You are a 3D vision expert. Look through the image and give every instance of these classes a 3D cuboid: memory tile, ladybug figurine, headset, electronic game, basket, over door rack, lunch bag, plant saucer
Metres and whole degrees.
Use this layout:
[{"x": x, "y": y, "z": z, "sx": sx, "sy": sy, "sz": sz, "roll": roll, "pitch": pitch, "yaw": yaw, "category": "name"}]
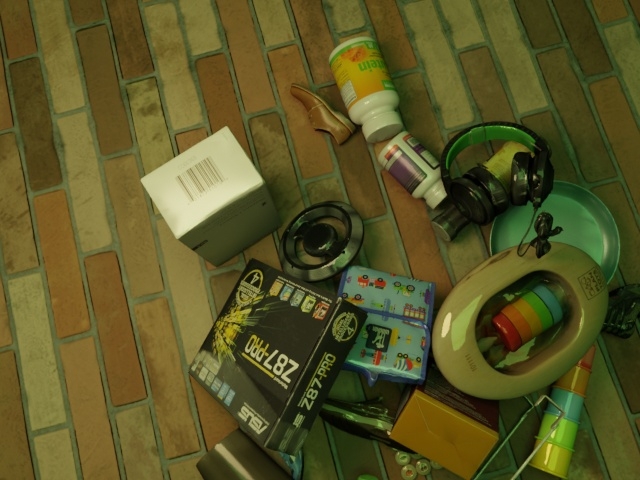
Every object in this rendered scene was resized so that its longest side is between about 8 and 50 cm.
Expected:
[{"x": 0.246, "y": 0.493, "z": 1.390, "sx": 0.148, "sy": 0.012, "sz": 0.113, "roll": -20, "pitch": 78, "yaw": -2, "category": "memory tile"}, {"x": 0.439, "y": 0.171, "z": 1.319, "sx": 0.450, "sy": 0.162, "sz": 0.305, "roll": -27, "pitch": 91, "yaw": -11, "category": "ladybug figurine"}, {"x": 0.412, "y": -0.133, "z": 1.307, "sx": 0.244, "sy": 0.185, "sz": 0.394, "roll": -18, "pitch": 54, "yaw": 5, "category": "headset"}, {"x": 0.000, "y": 0.000, "z": 1.437, "sx": 0.229, "sy": 0.048, "sz": 0.229, "roll": -15, "pitch": 52, "yaw": 21, "category": "electronic game"}, {"x": -0.162, "y": 0.554, "z": 1.320, "sx": 0.227, "sy": 0.154, "sz": 0.204, "roll": 46, "pitch": 109, "yaw": 15, "category": "basket"}, {"x": 0.423, "y": 0.493, "z": 1.270, "sx": 0.108, "sy": 0.239, "sz": 0.324, "roll": 29, "pitch": 81, "yaw": 8, "category": "over door rack"}, {"x": 0.128, "y": 0.209, "z": 1.316, "sx": 0.221, "sy": 0.138, "sz": 0.293, "roll": 13, "pitch": 39, "yaw": 4, "category": "lunch bag"}, {"x": 0.573, "y": 0.011, "z": 1.452, "sx": 0.318, "sy": 0.044, "sz": 0.317, "roll": 0, "pitch": 85, "yaw": 0, "category": "plant saucer"}]

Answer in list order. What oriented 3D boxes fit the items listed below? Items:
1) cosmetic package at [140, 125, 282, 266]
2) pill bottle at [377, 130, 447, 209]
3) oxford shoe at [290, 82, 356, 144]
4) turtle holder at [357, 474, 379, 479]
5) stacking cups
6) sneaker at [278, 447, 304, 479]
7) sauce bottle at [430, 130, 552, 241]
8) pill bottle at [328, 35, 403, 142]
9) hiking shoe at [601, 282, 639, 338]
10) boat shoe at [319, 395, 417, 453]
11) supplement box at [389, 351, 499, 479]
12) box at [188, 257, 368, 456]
[{"x": -0.226, "y": -0.080, "z": 1.334, "sx": 0.217, "sy": 0.385, "sz": 0.156, "roll": -33, "pitch": 78, "yaw": -3, "category": "cosmetic package"}, {"x": 0.246, "y": -0.173, "z": 1.480, "sx": 0.108, "sy": 0.108, "sz": 0.193, "roll": -42, "pitch": 80, "yaw": -7, "category": "pill bottle"}, {"x": -0.009, "y": -0.334, "z": 1.542, "sx": 0.212, "sy": 0.076, "sz": 0.076, "roll": 42, "pitch": 93, "yaw": 10, "category": "oxford shoe"}, {"x": 0.110, "y": 0.662, "z": 1.267, "sx": 0.244, "sy": 0.320, "sz": 0.227, "roll": 14, "pitch": 107, "yaw": 36, "category": "turtle holder"}, {"x": 0.574, "y": 0.385, "z": 1.362, "sx": 0.096, "sy": 0.096, "sz": 0.316, "roll": 22, "pitch": 80, "yaw": 6, "category": "stacking cups"}, {"x": -0.070, "y": 0.500, "z": 1.378, "sx": 0.059, "sy": 0.053, "sz": 0.144, "roll": -7, "pitch": 70, "yaw": -1, "category": "sneaker"}, {"x": 0.421, "y": -0.135, "z": 1.466, "sx": 0.344, "sy": 0.111, "sz": 0.111, "roll": -41, "pitch": 80, "yaw": -8, "category": "sauce bottle"}, {"x": 0.123, "y": -0.384, "z": 1.513, "sx": 0.137, "sy": 0.136, "sz": 0.245, "roll": -19, "pitch": 78, "yaw": -3, "category": "pill bottle"}, {"x": 0.693, "y": 0.190, "z": 1.404, "sx": 0.227, "sy": 0.086, "sz": 0.114, "roll": -25, "pitch": 75, "yaw": -5, "category": "hiking shoe"}, {"x": 0.122, "y": 0.413, "z": 1.382, "sx": 0.258, "sy": 0.095, "sz": 0.095, "roll": 20, "pitch": 56, "yaw": 7, "category": "boat shoe"}, {"x": 0.280, "y": 0.380, "z": 1.302, "sx": 0.191, "sy": 0.194, "sz": 0.129, "roll": 27, "pitch": 114, "yaw": 7, "category": "supplement box"}, {"x": -0.108, "y": 0.229, "z": 1.281, "sx": 0.097, "sy": 0.395, "sz": 0.318, "roll": 31, "pitch": 84, "yaw": -35, "category": "box"}]
